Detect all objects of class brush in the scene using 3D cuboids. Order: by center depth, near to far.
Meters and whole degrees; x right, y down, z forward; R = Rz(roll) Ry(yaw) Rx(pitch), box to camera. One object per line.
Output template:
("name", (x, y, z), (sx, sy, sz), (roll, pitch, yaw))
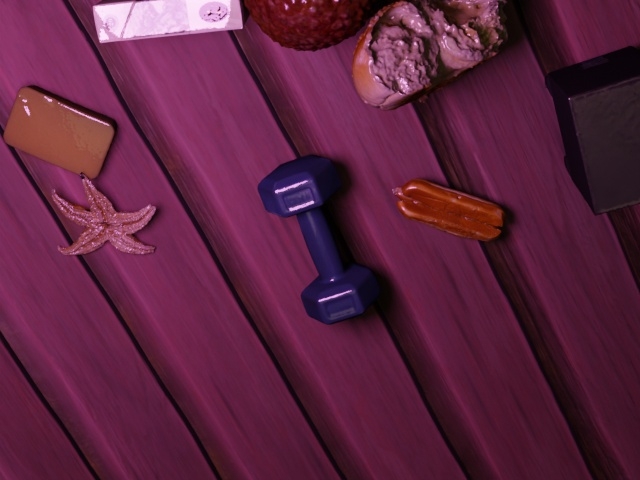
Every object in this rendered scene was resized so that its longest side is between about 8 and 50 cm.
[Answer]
("brush", (-0.504, -0.212, 1.929), (0.197, 0.059, 0.123), (24, 106, -7))

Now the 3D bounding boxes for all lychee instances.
("lychee", (-0.016, -0.452, 1.714), (0.261, 0.260, 0.260), (1, 110, 2))

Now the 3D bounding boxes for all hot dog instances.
("hot dog", (0.251, -0.062, 1.954), (0.236, 0.062, 0.092), (20, 110, -8))

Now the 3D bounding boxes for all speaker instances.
("speaker", (0.533, -0.203, 1.790), (0.184, 0.254, 0.232), (-16, 109, 9))

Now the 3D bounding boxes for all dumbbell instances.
("dumbbell", (0.000, 0.000, 1.944), (0.144, 0.160, 0.324), (-7, 114, 38))

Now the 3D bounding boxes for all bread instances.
("bread", (0.178, -0.342, 1.786), (0.314, 0.192, 0.171), (-28, 88, -20))

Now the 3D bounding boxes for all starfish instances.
("starfish", (-0.439, -0.035, 1.992), (0.241, 0.043, 0.227), (-29, 115, 20))

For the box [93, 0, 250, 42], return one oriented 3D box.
("box", (-0.262, -0.417, 1.788), (0.257, 0.164, 0.069), (-5, 112, 4))
